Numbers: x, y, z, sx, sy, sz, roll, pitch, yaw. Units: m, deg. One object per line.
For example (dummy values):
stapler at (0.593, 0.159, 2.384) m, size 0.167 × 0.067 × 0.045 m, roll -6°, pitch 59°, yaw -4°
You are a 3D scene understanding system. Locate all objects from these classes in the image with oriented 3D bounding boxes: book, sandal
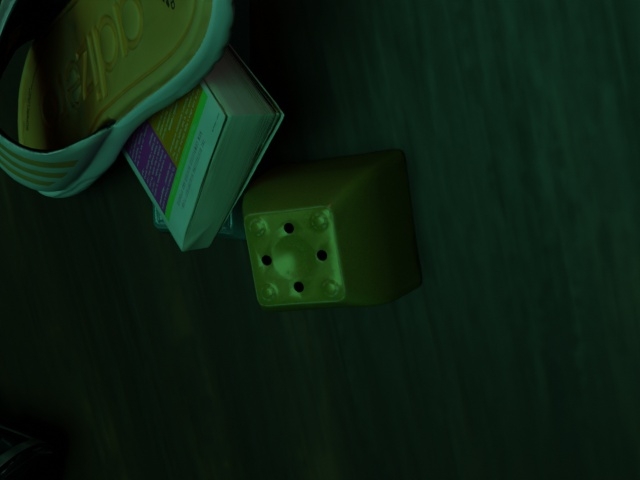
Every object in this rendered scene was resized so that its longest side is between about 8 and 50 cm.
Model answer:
book at (-0.086, -0.078, 0.439) m, size 0.144 × 0.035 × 0.096 m, roll 55°, pitch 134°, yaw 27°
sandal at (-0.136, -0.093, 0.414) m, size 0.265 × 0.076 × 0.102 m, roll -22°, pitch 80°, yaw 53°

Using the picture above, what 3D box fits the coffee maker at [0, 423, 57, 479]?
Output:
coffee maker at (-0.288, 0.175, 0.578) m, size 0.178 × 0.120 × 0.171 m, roll 28°, pitch 133°, yaw 14°

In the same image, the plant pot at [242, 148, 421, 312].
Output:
plant pot at (0.000, 0.000, 0.433) m, size 0.081 × 0.083 × 0.081 m, roll -5°, pitch 100°, yaw 23°

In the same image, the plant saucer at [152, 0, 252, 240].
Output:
plant saucer at (-0.074, -0.094, 0.477) m, size 0.067 × 0.018 × 0.192 m, roll 5°, pitch 104°, yaw 20°
